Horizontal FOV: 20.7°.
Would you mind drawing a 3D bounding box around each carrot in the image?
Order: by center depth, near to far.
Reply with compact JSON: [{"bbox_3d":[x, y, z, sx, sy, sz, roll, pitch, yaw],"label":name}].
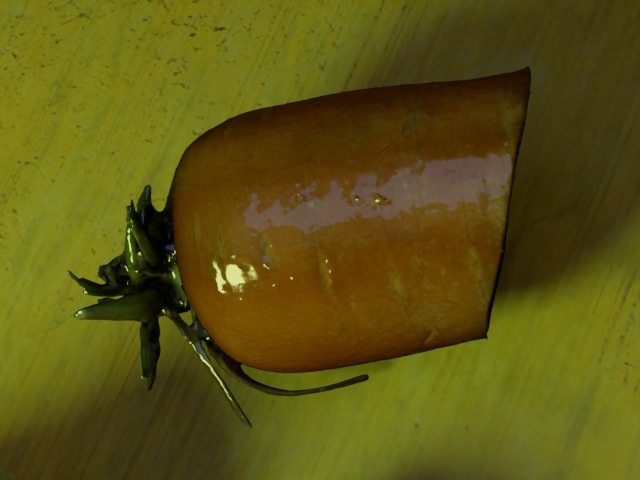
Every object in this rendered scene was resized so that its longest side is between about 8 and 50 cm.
[{"bbox_3d":[0.000,0.000,1.238,0.331,0.214,0.193,-7,38,11],"label":"carrot"}]

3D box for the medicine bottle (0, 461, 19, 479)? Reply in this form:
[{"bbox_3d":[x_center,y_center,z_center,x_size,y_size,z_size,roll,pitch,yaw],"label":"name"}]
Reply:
[{"bbox_3d":[-0.360,0.315,1.217,0.379,0.213,0.213,-33,63,4],"label":"medicine bottle"}]
